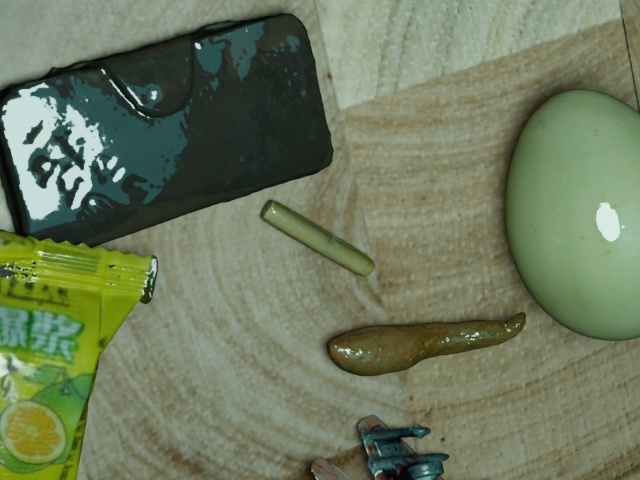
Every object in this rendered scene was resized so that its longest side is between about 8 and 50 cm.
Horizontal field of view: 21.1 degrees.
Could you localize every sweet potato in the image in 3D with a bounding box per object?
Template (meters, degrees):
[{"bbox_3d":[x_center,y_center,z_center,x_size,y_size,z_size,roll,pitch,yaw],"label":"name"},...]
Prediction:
[{"bbox_3d":[0.104,0.100,1.702,0.214,0.050,0.050,-7,103,-23],"label":"sweet potato"}]

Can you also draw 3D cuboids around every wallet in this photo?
[{"bbox_3d":[-0.139,-0.096,1.556,0.309,0.042,0.165,-18,110,-20],"label":"wallet"}]

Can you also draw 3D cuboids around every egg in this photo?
[{"bbox_3d":[0.274,-0.025,1.685,0.188,0.188,0.253,-19,102,-21],"label":"egg"}]

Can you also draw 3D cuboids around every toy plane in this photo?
[{"bbox_3d":[0.139,0.274,1.723,0.326,0.104,0.223,-4,73,-29],"label":"toy plane"}]

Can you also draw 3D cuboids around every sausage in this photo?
[{"bbox_3d":[0.000,0.000,1.650,0.132,0.024,0.024,30,86,-26],"label":"sausage"}]

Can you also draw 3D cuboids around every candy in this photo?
[{"bbox_3d":[-0.257,0.142,1.507,0.187,0.081,0.297,12,90,-32],"label":"candy"}]
